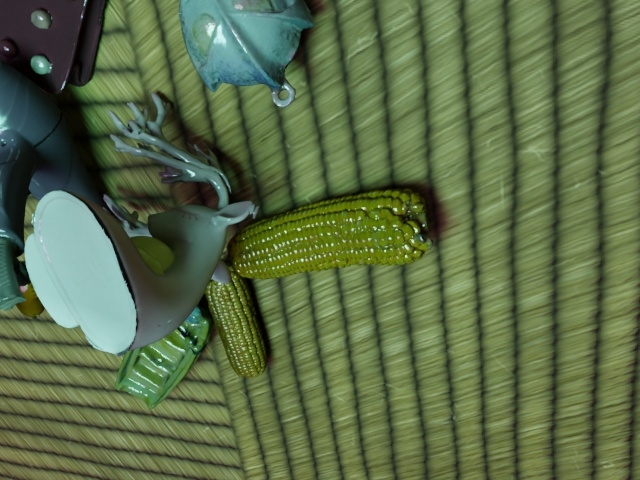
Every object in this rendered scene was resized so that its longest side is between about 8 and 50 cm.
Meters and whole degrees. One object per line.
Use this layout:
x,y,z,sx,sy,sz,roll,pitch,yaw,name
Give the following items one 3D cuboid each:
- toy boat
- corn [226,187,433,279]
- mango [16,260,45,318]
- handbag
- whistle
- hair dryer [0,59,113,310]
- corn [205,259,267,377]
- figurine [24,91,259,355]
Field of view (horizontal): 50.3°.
-0.250,0.169,1.124,0.111,0.084,0.276,34,128,-2,toy boat
0.000,-0.005,0.913,0.313,0.102,0.102,-8,114,27,corn
-0.506,0.085,1.181,0.063,0.077,0.127,6,137,-8,mango
-0.394,-0.325,0.912,0.203,0.074,0.216,29,125,2,handbag
-0.126,-0.308,0.793,0.142,0.134,0.346,-29,94,35,whistle
-0.376,-0.035,0.884,0.121,0.361,0.301,-20,132,6,hair dryer
-0.130,0.124,1.054,0.068,0.068,0.207,-4,114,24,corn
-0.222,-0.034,0.865,0.284,0.316,0.206,36,114,14,figurine
